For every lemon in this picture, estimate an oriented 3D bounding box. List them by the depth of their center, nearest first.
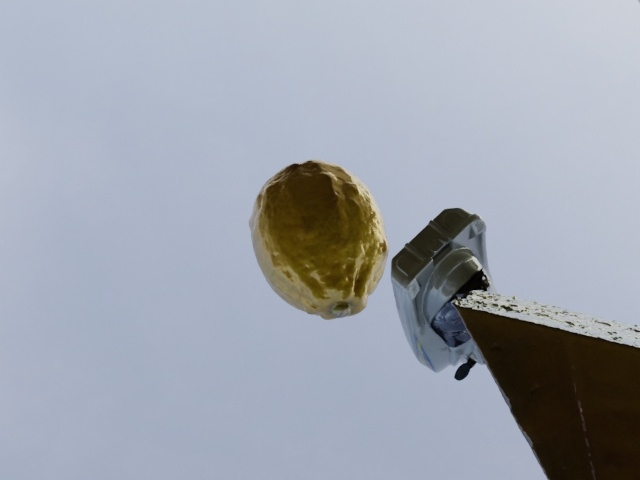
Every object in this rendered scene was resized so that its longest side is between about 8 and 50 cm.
[{"bbox_3d":[0.000,0.000,0.994,0.114,0.114,0.155,-19,-122,-6],"label":"lemon"}]

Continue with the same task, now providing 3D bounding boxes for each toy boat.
[{"bbox_3d":[0.167,0.081,1.405,0.140,0.269,0.141,-12,-132,14],"label":"toy boat"}]

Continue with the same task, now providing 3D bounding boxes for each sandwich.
[{"bbox_3d":[0.158,0.138,0.806,0.144,0.187,0.117,7,-176,18],"label":"sandwich"}]

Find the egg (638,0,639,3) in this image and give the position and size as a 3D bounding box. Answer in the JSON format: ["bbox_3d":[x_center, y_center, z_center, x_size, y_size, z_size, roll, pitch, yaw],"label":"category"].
[{"bbox_3d":[0.368,-0.260,0.991,0.219,0.219,0.269,-20,-156,-9],"label":"egg"}]
